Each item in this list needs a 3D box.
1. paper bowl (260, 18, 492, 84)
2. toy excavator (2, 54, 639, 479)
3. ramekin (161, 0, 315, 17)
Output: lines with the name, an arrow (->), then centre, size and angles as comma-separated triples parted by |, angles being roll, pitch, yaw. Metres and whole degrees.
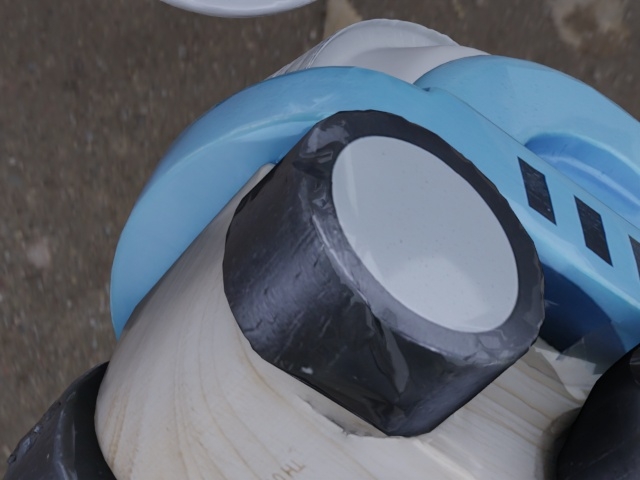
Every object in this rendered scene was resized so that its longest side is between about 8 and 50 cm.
paper bowl -> 0.079, -0.014, 1.196 | 0.284, 0.148, 0.284 | 26, 50, -35
toy excavator -> 0.131, 0.034, 0.824 | 0.433, 0.222, 0.445 | 34, 39, -12
ramekin -> -0.069, -0.295, 1.349 | 0.273, 0.127, 0.272 | 0, 89, -13
